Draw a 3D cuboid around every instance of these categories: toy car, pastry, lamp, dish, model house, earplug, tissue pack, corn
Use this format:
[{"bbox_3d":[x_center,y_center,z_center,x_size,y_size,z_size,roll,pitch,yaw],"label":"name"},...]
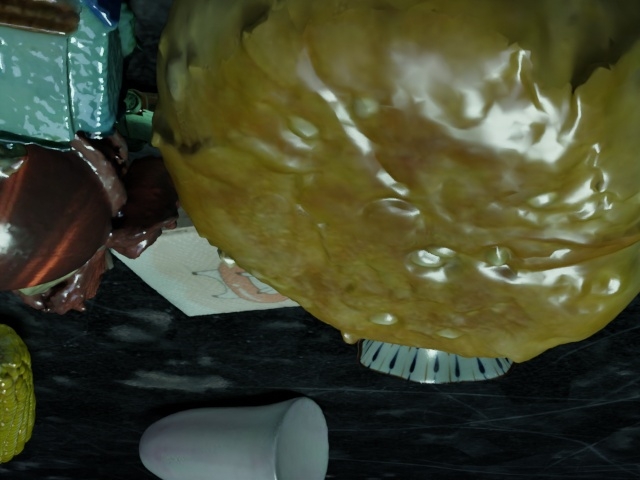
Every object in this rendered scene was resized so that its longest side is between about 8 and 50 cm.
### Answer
[{"bbox_3d":[-0.108,-0.085,0.657,0.122,0.035,0.059,14,154,1],"label":"toy car"},{"bbox_3d":[0.061,-0.072,0.493,0.285,0.184,0.315,2,146,21],"label":"pastry"},{"bbox_3d":[-0.214,-0.022,0.623,0.215,0.151,0.223,-24,127,40],"label":"lamp"},{"bbox_3d":[0.131,0.101,0.992,0.191,0.066,0.190,4,153,2],"label":"dish"},{"bbox_3d":[-0.166,-0.140,0.475,0.148,0.119,0.148,10,144,-12],"label":"model house"},{"bbox_3d":[-0.158,0.329,1.413,0.301,0.172,0.172,-3,155,27],"label":"earplug"},{"bbox_3d":[0.000,0.000,0.784,0.326,0.071,0.170,-6,150,17],"label":"tissue pack"},{"bbox_3d":[-0.451,0.209,1.195,0.144,0.143,0.387,9,149,-15],"label":"corn"}]
